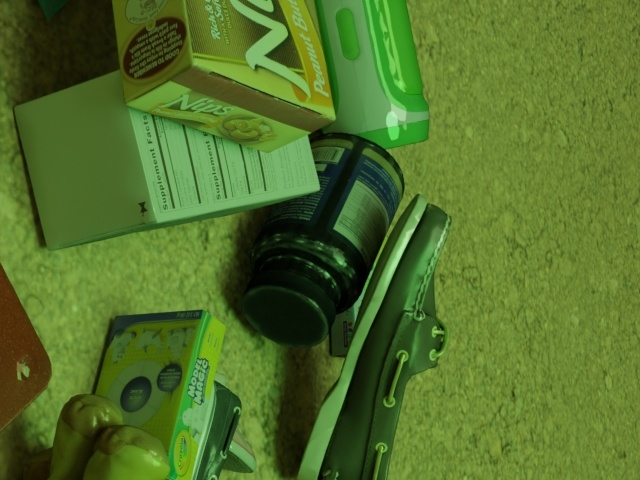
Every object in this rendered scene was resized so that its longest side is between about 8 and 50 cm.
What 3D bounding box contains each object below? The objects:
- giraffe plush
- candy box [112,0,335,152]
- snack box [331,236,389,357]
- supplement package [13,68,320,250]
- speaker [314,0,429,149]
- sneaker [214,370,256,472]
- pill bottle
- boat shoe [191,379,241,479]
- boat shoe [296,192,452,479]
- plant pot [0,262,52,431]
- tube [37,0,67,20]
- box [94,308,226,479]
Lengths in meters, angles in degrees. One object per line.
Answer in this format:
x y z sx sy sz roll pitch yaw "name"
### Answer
-0.222 0.244 1.176 0.170 0.181 0.210 -10 126 -45 "giraffe plush"
-0.096 -0.250 1.296 0.183 0.088 0.316 15 59 -49 "candy box"
0.052 0.063 1.682 0.100 0.037 0.141 12 73 -53 "snack box"
-0.133 -0.082 1.357 0.244 0.139 0.133 -14 90 -56 "supplement package"
0.038 -0.246 1.655 0.131 0.131 0.296 -17 97 -55 "speaker"
-0.098 0.167 1.432 0.134 0.051 0.070 45 53 -35 "sneaker"
0.000 0.000 1.548 0.123 0.123 0.219 56 42 -32 "pill bottle"
-0.124 0.232 1.335 0.076 0.080 0.228 28 65 -35 "boat shoe"
0.073 0.114 1.521 0.116 0.097 0.324 -54 165 -81 "boat shoe"
-0.337 0.071 0.951 0.267 0.236 0.267 -47 121 -48 "plant pot"
-0.265 -0.300 1.306 0.080 0.052 0.207 -53 132 -35 "tube"
-0.152 0.151 1.311 0.043 0.105 0.179 40 52 -48 "box"
